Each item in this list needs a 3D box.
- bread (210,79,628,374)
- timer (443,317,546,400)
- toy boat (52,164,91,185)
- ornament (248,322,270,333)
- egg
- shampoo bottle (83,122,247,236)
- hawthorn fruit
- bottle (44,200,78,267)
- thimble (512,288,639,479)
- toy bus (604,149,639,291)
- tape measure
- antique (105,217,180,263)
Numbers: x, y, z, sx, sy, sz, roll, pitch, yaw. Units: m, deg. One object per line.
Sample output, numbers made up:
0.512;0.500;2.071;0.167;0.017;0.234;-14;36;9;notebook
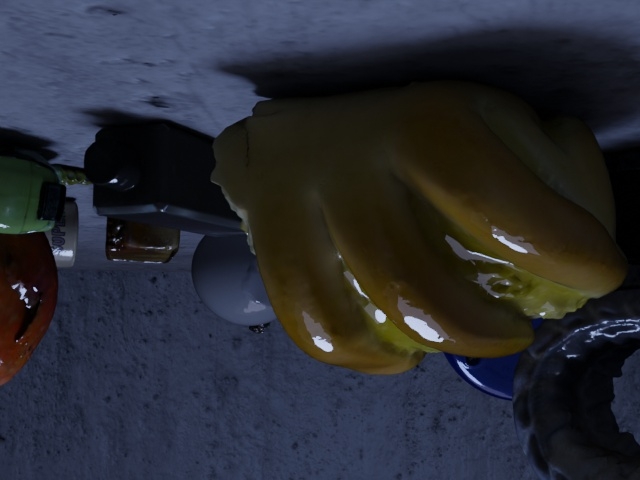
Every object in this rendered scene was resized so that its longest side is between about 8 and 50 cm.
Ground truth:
0.094;0.001;0.664;0.270;0.212;0.315;-2;177;21;bread
0.262;0.067;1.349;0.270;0.271;0.383;2;-172;-9;timer
-0.316;-0.071;1.000;0.115;0.016;0.063;-3;174;37;toy boat
-0.111;0.079;1.631;0.166;0.196;0.153;1;176;-16;ornament
-0.123;0.049;1.403;0.176;0.176;0.232;5;179;-33;egg
-0.130;-0.053;0.811;0.080;0.079;0.246;-3;174;23;shampoo bottle
-0.437;0.035;1.008;0.275;0.276;0.307;2;-161;-5;hawthorn fruit
-0.448;-0.016;1.200;0.209;0.097;0.110;4;162;-22;bottle
0.308;0.141;0.783;0.172;0.205;0.236;3;142;-44;thimble
0.282;-0.010;0.879;0.287;0.138;0.175;-2;173;24;toy bus
-0.327;-0.052;0.824;0.177;0.088;0.154;6;-175;-33;tape measure
-0.244;-0.020;1.177;0.093;0.088;0.310;4;175;-13;antique
